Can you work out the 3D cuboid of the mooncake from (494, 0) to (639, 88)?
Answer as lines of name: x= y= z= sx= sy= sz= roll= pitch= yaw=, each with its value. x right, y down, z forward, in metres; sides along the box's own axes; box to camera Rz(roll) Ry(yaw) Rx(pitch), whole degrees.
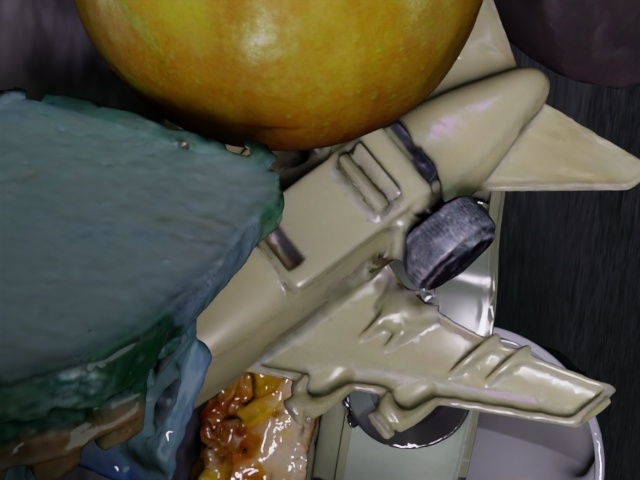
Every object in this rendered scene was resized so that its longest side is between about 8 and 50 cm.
mooncake: x=0.194 y=-0.223 z=1.030 sx=0.245 sy=0.133 sz=0.245 roll=-27 pitch=141 yaw=-25

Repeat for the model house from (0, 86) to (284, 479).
model house: x=-0.093 y=0.050 z=0.501 sx=0.148 sy=0.119 sz=0.148 roll=-55 pitch=159 yaw=-50

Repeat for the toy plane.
toy plane: x=0.000 y=0.000 z=0.653 sx=0.256 sy=0.242 sz=0.104 roll=-34 pitch=169 yaw=-21

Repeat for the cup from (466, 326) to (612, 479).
cup: x=0.102 y=0.163 z=1.080 sx=0.202 sy=0.167 sz=0.221 roll=10 pitch=101 yaw=-75

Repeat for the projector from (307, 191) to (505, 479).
projector: x=0.043 y=0.052 z=0.872 sx=0.193 sy=0.088 sz=0.269 roll=-74 pitch=172 yaw=-78

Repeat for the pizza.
pizza: x=-0.021 y=0.033 z=0.759 sx=0.127 sy=0.058 sz=0.246 roll=-107 pitch=-149 yaw=-70

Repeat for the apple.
apple: x=-0.011 y=-0.117 z=0.574 sx=0.147 sy=0.146 sz=0.163 roll=75 pitch=34 yaw=-47
